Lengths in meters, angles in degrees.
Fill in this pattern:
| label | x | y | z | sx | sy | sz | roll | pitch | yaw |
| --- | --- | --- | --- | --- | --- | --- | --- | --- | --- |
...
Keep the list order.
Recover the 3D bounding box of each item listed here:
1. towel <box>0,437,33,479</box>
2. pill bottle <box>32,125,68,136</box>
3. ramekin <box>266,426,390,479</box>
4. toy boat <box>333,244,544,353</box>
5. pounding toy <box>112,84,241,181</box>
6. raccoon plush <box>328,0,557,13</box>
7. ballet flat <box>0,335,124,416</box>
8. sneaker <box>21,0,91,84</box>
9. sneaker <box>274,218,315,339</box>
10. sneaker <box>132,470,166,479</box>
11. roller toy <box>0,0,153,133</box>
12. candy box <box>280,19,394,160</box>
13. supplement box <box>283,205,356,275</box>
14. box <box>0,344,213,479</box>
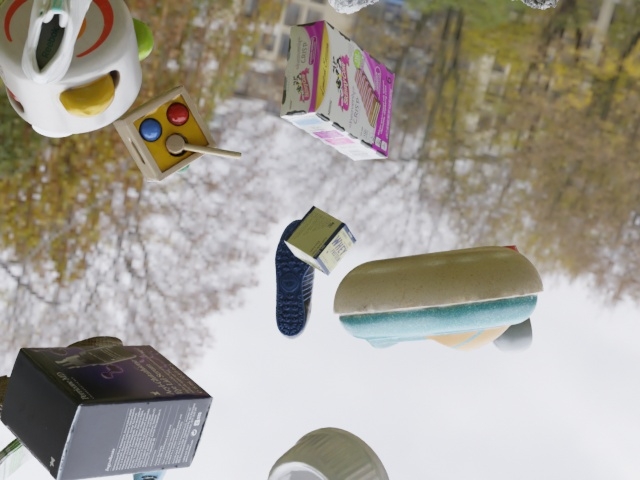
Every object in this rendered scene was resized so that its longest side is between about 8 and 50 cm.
| label | x | y | z | sx | sy | sz | roll | pitch | yaw |
| --- | --- | --- | --- | --- | --- | --- | --- | --- | --- |
| towel | -0.465 | 0.336 | 1.669 | 0.023 | 0.113 | 0.152 | 41 | -126 | 12 |
| pill bottle | -0.502 | -0.298 | 2.140 | 0.112 | 0.112 | 0.186 | 7 | -117 | -20 |
| ramekin | 0.005 | 0.422 | 1.855 | 0.207 | 0.207 | 0.109 | 23 | -156 | 30 |
| toy boat | 0.187 | 0.085 | 1.444 | 0.267 | 0.148 | 0.318 | -9 | 177 | 36 |
| pounding toy | -0.221 | -0.157 | 1.742 | 0.130 | 0.141 | 0.100 | -34 | -165 | -19 |
| raccoon plush | 0.230 | -0.432 | 1.796 | 0.299 | 0.216 | 0.446 | 46 | 156 | -1 |
| ballet flat | -0.426 | 0.221 | 1.780 | 0.250 | 0.084 | 0.058 | -20 | -132 | -14 |
| sneaker | -0.312 | -0.291 | 1.352 | 0.080 | 0.212 | 0.094 | 10 | -175 | -12 |
| sneaker | -0.052 | 0.078 | 2.204 | 0.081 | 0.232 | 0.090 | 7 | 171 | 2 |
| sneaker | -0.308 | 0.445 | 1.990 | 0.063 | 0.162 | 0.073 | 12 | -155 | -22 |
| roller toy | -0.344 | -0.254 | 1.524 | 0.191 | 0.146 | 0.209 | 14 | -121 | 7 |
| candy box | 0.033 | -0.241 | 1.847 | 0.071 | 0.159 | 0.233 | -3 | 165 | 33 |
| supplement box | 0.000 | 0.000 | 1.931 | 0.083 | 0.083 | 0.056 | 30 | 164 | 38 |
| box | -0.269 | 0.212 | 1.416 | 0.207 | 0.108 | 0.153 | 4 | -160 | -47 |
